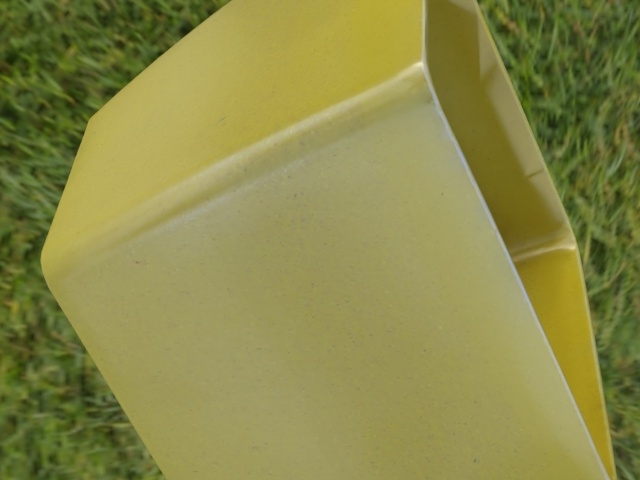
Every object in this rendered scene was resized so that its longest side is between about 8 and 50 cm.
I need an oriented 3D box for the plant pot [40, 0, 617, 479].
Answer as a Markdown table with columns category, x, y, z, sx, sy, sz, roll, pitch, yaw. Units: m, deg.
| category | x | y | z | sx | sy | sz | roll | pitch | yaw |
| --- | --- | --- | --- | --- | --- | --- | --- | --- | --- |
| plant pot | 0.000 | 0.000 | 0.747 | 0.187 | 0.212 | 0.212 | -19 | 118 | 15 |
